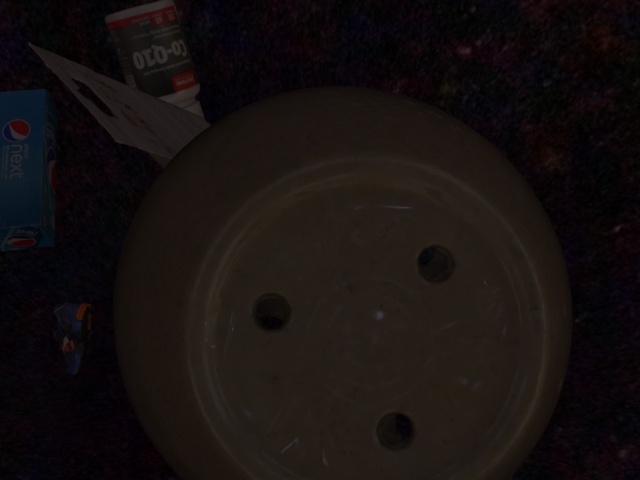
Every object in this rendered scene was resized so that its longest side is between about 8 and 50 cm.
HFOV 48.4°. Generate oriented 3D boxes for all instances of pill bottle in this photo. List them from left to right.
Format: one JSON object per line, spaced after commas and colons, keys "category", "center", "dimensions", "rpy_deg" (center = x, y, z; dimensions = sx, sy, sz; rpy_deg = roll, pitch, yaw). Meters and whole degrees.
{"category": "pill bottle", "center": [-0.372, -0.395, 1.641], "dimensions": [0.161, 0.161, 0.283], "rpy_deg": [-19, 110, -9]}

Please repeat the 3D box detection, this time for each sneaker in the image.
{"category": "sneaker", "center": [-0.570, 0.220, 1.637], "dimensions": [0.087, 0.221, 0.083], "rpy_deg": [19, 34, 4]}

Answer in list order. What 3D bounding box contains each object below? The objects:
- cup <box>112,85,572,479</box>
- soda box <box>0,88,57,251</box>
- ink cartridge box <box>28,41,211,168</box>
{"category": "cup", "center": [0.016, 0.048, 0.439], "dimensions": [0.331, 0.237, 0.331], "rpy_deg": [0, 89, -2]}
{"category": "soda box", "center": [-0.393, -0.095, 0.942], "dimensions": [0.071, 0.067, 0.210], "rpy_deg": [-6, 66, -7]}
{"category": "ink cartridge box", "center": [-0.155, -0.089, 0.678], "dimensions": [0.181, 0.225, 0.056], "rpy_deg": [43, 107, 32]}
